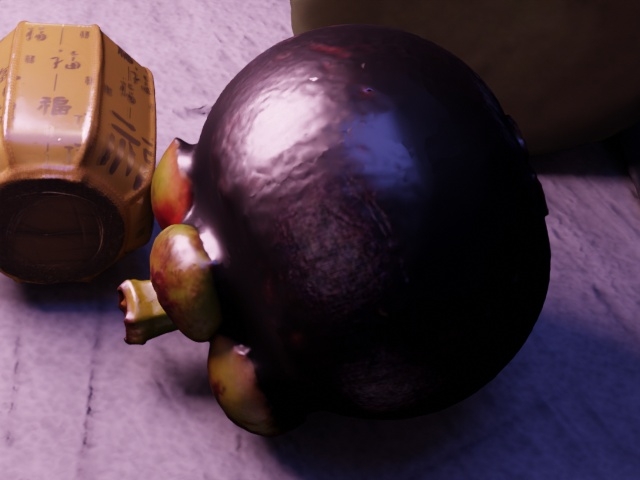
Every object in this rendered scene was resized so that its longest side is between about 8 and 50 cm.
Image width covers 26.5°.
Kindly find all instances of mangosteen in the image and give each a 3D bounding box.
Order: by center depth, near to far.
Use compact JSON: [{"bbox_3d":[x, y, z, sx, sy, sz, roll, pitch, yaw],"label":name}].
[{"bbox_3d":[0.000,0.000,0.919,0.302,0.275,0.275,-22,44,7],"label":"mangosteen"}]

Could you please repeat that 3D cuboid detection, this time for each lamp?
[{"bbox_3d":[-0.197,-0.067,1.013,0.161,0.161,0.185,2,40,-7],"label":"lamp"}]

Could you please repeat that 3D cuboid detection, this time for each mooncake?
[{"bbox_3d":[0.149,-0.239,1.109,0.357,0.356,0.194,5,47,-5],"label":"mooncake"}]

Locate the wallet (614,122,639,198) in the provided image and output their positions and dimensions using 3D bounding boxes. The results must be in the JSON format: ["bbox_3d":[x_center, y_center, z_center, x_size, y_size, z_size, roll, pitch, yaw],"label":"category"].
[{"bbox_3d":[0.335,-0.056,1.180,0.146,0.030,0.285,3,44,-10],"label":"wallet"}]
